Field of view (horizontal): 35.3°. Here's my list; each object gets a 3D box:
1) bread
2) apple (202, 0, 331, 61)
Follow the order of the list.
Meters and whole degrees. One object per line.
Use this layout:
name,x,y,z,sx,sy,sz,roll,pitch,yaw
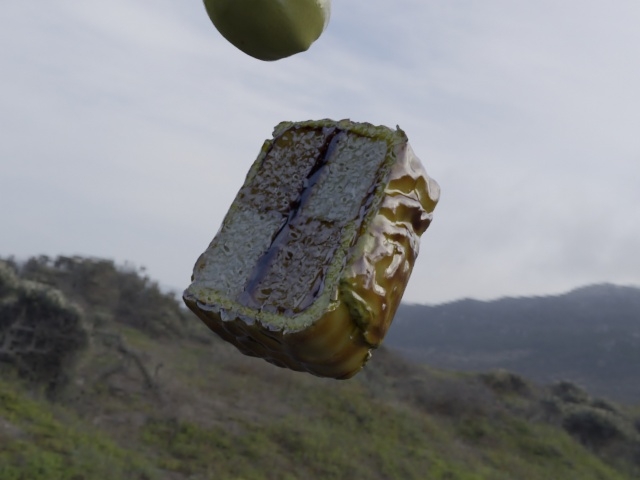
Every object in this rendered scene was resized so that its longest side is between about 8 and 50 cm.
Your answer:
bread,0.000,0.000,0.850,0.182,0.222,0.096,6,-30,37
apple,-0.079,-0.360,1.456,0.200,0.200,0.200,12,-6,1
